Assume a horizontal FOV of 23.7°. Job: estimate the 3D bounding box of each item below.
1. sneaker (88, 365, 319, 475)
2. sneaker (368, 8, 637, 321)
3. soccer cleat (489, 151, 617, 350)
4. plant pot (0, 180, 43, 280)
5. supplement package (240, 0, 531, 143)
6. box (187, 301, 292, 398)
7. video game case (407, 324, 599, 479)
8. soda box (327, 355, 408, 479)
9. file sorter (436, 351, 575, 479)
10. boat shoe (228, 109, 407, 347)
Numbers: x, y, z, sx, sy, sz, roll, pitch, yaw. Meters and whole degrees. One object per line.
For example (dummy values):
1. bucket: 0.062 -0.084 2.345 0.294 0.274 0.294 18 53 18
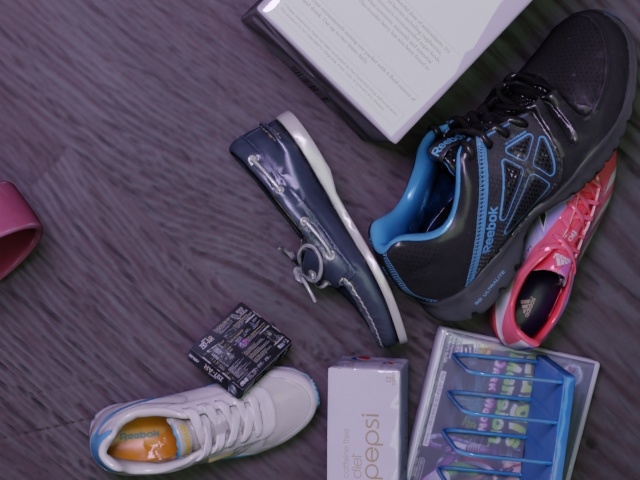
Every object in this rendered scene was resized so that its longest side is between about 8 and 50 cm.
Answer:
1. sneaker: -0.109 0.182 1.477 0.229 0.092 0.087 -14 96 -8
2. sneaker: 0.179 -0.086 1.453 0.140 0.125 0.340 36 84 -41
3. soccer cleat: 0.238 -0.006 1.509 0.083 0.095 0.248 23 91 -10
4. plant pot: -0.381 -0.028 1.375 0.201 0.201 0.180 -34 84 -4
5. supplement package: 0.093 -0.253 1.422 0.177 0.175 0.293 44 88 -9
6. box: -0.078 0.106 1.477 0.067 0.018 0.083 36 49 12
7. video game case: 0.181 0.196 1.558 0.173 0.022 0.190 13 93 -10
8. soda box: 0.047 0.226 1.508 0.074 0.069 0.216 2 96 11
9. file sorter: 0.174 0.200 1.488 0.105 0.118 0.170 7 95 -6
10. boat shoe: 0.000 0.000 1.474 0.079 0.095 0.254 -30 98 -6
